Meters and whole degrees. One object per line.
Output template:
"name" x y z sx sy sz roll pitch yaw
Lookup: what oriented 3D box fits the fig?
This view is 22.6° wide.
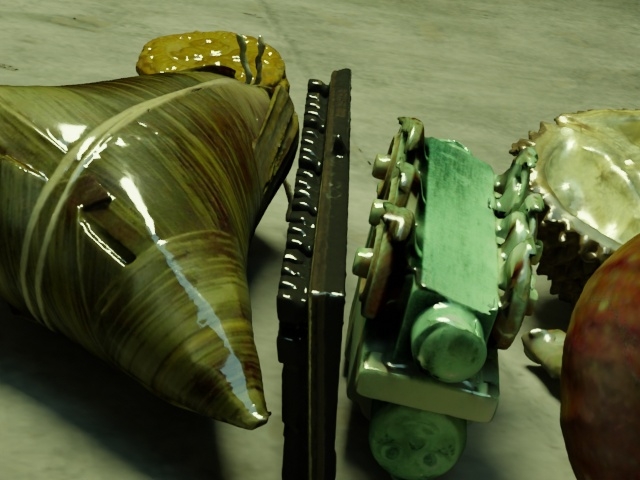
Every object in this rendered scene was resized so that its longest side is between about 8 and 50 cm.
"fig" 0.168 0.052 0.692 0.160 0.143 0.231 40 13 -11

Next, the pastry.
"pastry" -0.067 -0.094 1.021 0.109 0.057 0.097 20 30 25

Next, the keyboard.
"keyboard" 0.000 0.000 0.768 0.027 0.106 0.317 3 21 1

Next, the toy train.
"toy train" 0.050 0.026 0.712 0.081 0.125 0.194 13 27 -1

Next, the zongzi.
"zongzi" -0.042 0.000 0.767 0.241 0.111 0.248 35 30 28

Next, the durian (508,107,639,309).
"durian" 0.178 0.010 0.852 0.148 0.091 0.188 -14 48 -29
